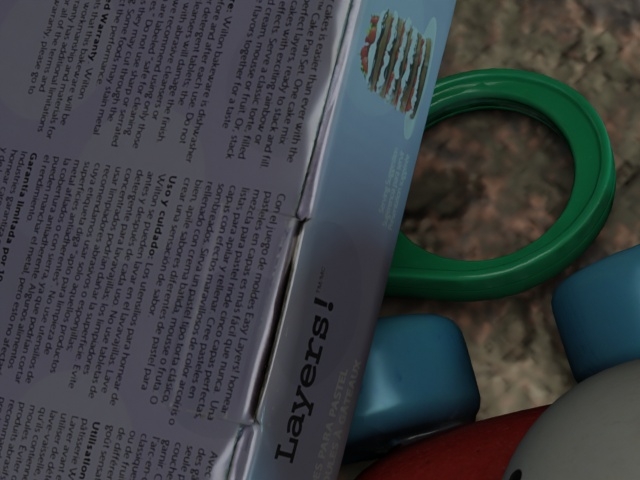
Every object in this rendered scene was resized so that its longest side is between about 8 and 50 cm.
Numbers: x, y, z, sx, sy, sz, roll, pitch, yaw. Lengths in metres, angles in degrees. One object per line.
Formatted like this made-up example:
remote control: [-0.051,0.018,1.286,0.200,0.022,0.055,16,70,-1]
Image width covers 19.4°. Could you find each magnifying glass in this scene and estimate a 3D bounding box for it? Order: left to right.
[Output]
magnifying glass: [0.000,0.000,0.712,0.231,0.026,0.092,-19,59,2]

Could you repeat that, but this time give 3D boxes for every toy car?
toy car: [0.086,0.102,0.573,0.210,0.238,0.219,-15,75,1]

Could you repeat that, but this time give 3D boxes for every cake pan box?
cake pan box: [-0.099,0.017,0.637,0.246,0.070,0.266,8,81,34]
